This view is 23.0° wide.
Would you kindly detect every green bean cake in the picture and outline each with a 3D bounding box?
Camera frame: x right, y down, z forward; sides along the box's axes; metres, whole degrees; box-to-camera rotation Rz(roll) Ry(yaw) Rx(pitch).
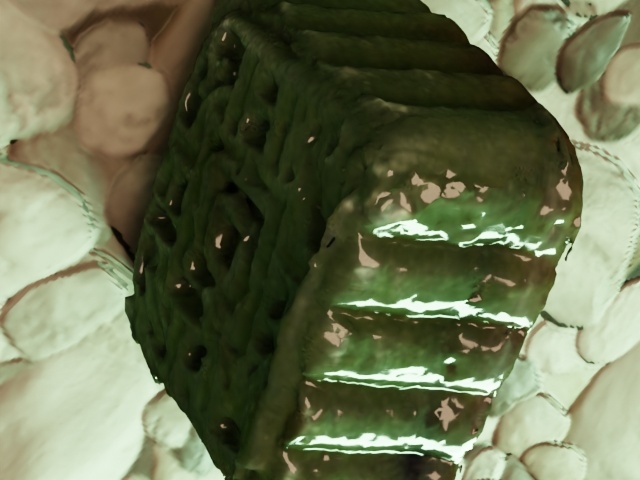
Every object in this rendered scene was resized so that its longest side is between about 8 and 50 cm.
[{"bbox_3d":[0.000,0.000,0.614,0.094,0.173,0.181,7,117,-29],"label":"green bean cake"}]
